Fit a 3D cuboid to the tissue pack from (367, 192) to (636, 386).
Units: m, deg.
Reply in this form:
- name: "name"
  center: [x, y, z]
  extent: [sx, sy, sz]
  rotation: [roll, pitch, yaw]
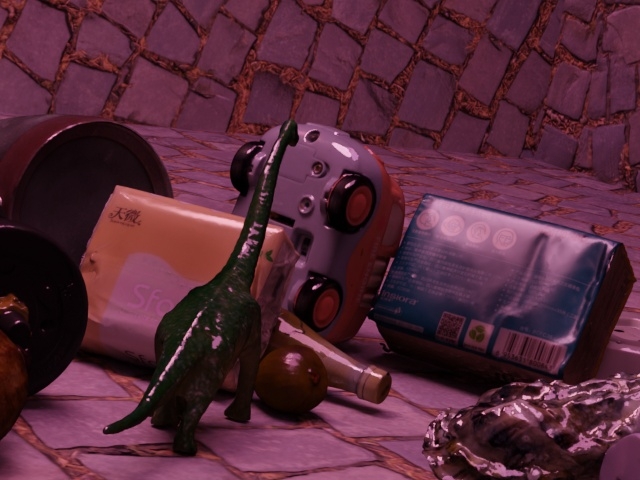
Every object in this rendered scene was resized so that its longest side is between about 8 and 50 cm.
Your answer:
- name: "tissue pack"
  center: [0.216, 0.071, 2.182]
  extent: [0.271, 0.192, 0.134]
  rotation: [17, -19, 30]

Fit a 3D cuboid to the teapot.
- name: "teapot"
  center: [-0.387, -0.041, 2.175]
  extent: [0.315, 0.233, 0.312]
  rotation: [4, 3, -42]

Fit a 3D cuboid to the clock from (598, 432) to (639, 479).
- name: "clock"
  center: [0.365, 0.244, 1.468]
  extent: [0.254, 0.188, 0.189]
  rotation: [6, 11, -17]

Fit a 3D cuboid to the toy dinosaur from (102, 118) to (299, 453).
- name: "toy dinosaur"
  center: [-0.097, 0.040, 1.781]
  extent: [0.087, 0.300, 0.447]
  rotation: [14, 9, 11]

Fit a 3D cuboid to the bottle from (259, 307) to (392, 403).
- name: "bottle"
  center: [-0.044, 0.118, 2.026]
  extent: [0.270, 0.083, 0.083]
  rotation: [21, 14, 28]

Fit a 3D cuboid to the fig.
- name: "fig"
  center: [-0.036, 0.146, 1.917]
  extent: [0.088, 0.074, 0.074]
  rotation: [-10, -7, 44]

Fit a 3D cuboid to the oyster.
- name: "oyster"
  center: [0.222, 0.164, 1.563]
  extent: [0.252, 0.087, 0.199]
  rotation: [6, 28, 19]

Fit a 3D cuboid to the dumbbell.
- name: "dumbbell"
  center: [-0.364, 0.040, 1.853]
  extent: [0.185, 0.185, 0.388]
  rotation: [4, 11, -29]

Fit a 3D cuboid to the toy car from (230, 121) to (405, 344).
- name: "toy car"
  center: [0.000, 0.000, 2.211]
  extent: [0.180, 0.270, 0.212]
  rotation: [20, 5, 35]

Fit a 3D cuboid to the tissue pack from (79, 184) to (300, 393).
- name: "tissue pack"
  center: [-0.155, 0.052, 1.989]
  extent: [0.222, 0.186, 0.090]
  rotation: [16, -20, 20]

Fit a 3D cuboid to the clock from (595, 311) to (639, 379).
- name: "clock"
  center: [0.382, 0.146, 2.286]
  extent: [0.230, 0.083, 0.230]
  rotation: [12, 11, -2]

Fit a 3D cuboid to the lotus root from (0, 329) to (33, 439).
- name: "lotus root"
  center: [-0.334, 0.127, 1.566]
  extent: [0.145, 0.128, 0.260]
  rotation: [29, 22, 20]
